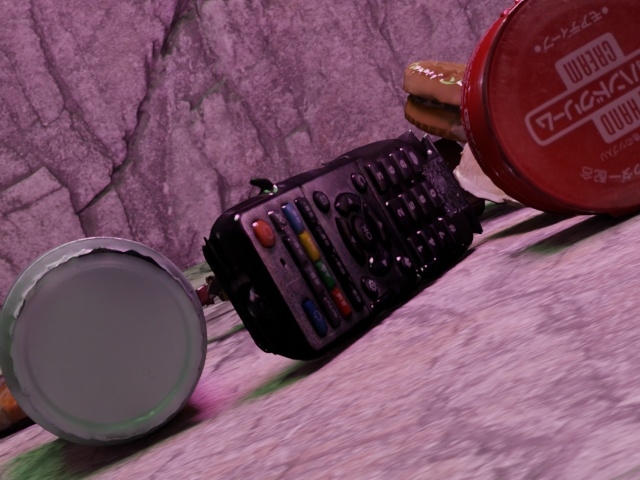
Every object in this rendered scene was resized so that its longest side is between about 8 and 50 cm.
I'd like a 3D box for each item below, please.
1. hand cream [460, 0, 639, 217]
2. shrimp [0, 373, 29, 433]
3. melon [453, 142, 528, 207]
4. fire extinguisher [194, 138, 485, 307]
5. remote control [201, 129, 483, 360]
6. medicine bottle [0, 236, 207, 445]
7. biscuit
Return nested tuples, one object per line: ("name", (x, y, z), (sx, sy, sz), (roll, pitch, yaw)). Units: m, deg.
("hand cream", (0.209, -0.113, 1.341), (0.193, 0.193, 0.125), (-24, 2, -2))
("shrimp", (-0.303, 0.145, 1.873), (0.247, 0.085, 0.360), (-30, 6, 15))
("melon", (0.222, -0.075, 1.527), (0.139, 0.093, 0.202), (0, 8, -35))
("fire extinguisher", (0.000, 0.000, 1.779), (0.341, 0.105, 0.141), (-24, -11, -13))
("remote control", (0.024, -0.006, 1.392), (0.062, 0.144, 0.399), (-31, -1, 28))
("medicine bottle", (-0.178, 0.076, 1.348), (0.158, 0.158, 0.318), (-24, 4, -9))
("biscuit", (0.206, -0.138, 1.784), (0.259, 0.079, 0.259), (9, 11, -2))
